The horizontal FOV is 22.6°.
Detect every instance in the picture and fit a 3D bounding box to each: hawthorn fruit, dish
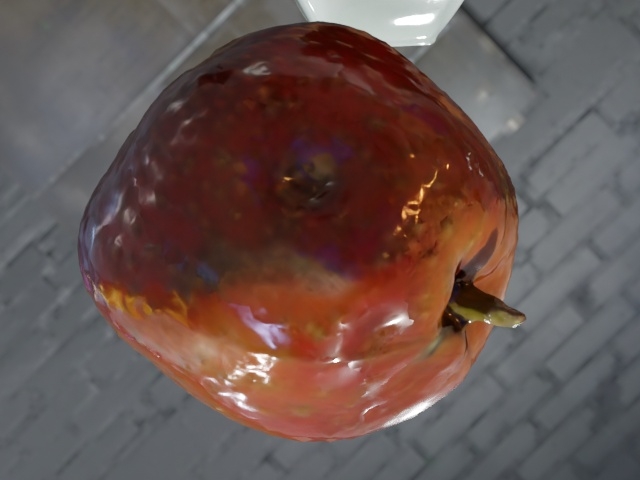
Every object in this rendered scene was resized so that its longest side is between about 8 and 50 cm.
[{"bbox_3d":[0.000,0.000,1.026,0.275,0.299,0.275,-39,142,-40],"label":"hawthorn fruit"},{"bbox_3d":[0.041,-0.209,1.361,0.154,0.064,0.234,-2,-163,-4],"label":"dish"}]
